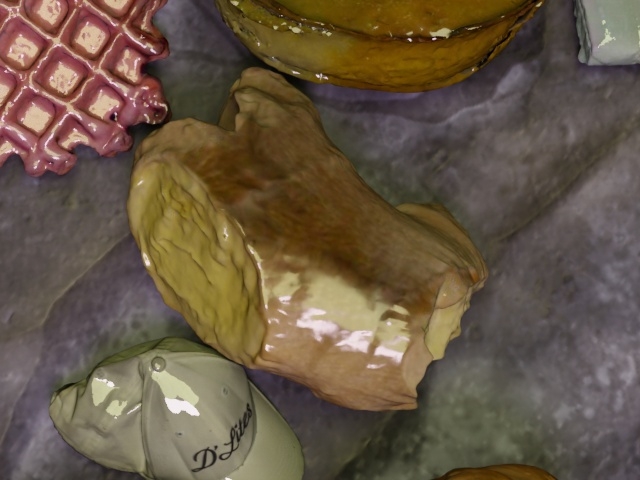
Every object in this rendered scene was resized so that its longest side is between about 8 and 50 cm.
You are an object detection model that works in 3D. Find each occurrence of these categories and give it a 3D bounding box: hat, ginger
[{"bbox_3d":[-0.092,0.133,1.271,0.122,0.081,0.166,-43,93,-12],"label":"hat"},{"bbox_3d":[0.000,0.000,1.286,0.221,0.130,0.275,-15,67,-27],"label":"ginger"}]

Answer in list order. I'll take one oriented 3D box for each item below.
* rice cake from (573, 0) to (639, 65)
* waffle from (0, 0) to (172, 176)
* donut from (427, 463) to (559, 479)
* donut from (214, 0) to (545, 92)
[{"bbox_3d":[0.238,-0.243,1.413,0.127,0.043,0.237,-6,76,-6],"label":"rice cake"},{"bbox_3d":[-0.217,-0.160,1.328,0.221,0.055,0.234,-9,87,-6],"label":"waffle"},{"bbox_3d":[0.098,0.281,1.120,0.150,0.317,0.299,-13,37,18],"label":"donut"},{"bbox_3d":[0.036,-0.213,1.340,0.272,0.107,0.272,3,57,-5],"label":"donut"}]
